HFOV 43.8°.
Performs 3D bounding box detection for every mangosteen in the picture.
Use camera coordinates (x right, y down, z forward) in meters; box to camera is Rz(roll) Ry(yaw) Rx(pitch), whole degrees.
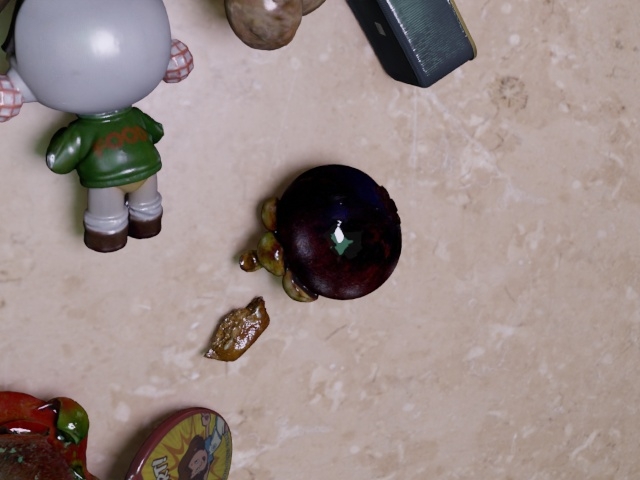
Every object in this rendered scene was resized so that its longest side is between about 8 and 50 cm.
[{"bbox_3d":[0.000,0.000,1.115,0.231,0.194,0.194,-25,116,12],"label":"mangosteen"}]

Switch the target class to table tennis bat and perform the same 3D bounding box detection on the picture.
[{"bbox_3d":[-0.226,0.361,1.109,0.310,0.038,0.200,-43,132,-46],"label":"table tennis bat"}]

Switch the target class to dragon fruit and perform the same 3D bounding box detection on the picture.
[{"bbox_3d":[-0.418,0.315,1.044,0.295,0.130,0.268,22,95,-27],"label":"dragon fruit"}]

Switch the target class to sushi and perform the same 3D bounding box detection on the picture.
[{"bbox_3d":[-0.122,0.131,1.163,0.060,0.061,0.118,47,64,-18],"label":"sushi"}]

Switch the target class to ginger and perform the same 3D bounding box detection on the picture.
[{"bbox_3d":[-0.022,-0.376,0.965,0.155,0.244,0.304,23,102,-6],"label":"ginger"}]

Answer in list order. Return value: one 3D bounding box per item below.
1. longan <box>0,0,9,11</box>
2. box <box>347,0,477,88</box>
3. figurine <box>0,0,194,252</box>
[{"bbox_3d":[-0.430,-0.340,0.781,0.300,0.243,0.300,-43,145,-42],"label":"longan"},{"bbox_3d":[0.111,-0.311,1.083,0.090,0.144,0.201,-37,117,-5],"label":"box"},{"bbox_3d":[-0.260,-0.168,0.949,0.281,0.167,0.370,-22,123,-35],"label":"figurine"}]
